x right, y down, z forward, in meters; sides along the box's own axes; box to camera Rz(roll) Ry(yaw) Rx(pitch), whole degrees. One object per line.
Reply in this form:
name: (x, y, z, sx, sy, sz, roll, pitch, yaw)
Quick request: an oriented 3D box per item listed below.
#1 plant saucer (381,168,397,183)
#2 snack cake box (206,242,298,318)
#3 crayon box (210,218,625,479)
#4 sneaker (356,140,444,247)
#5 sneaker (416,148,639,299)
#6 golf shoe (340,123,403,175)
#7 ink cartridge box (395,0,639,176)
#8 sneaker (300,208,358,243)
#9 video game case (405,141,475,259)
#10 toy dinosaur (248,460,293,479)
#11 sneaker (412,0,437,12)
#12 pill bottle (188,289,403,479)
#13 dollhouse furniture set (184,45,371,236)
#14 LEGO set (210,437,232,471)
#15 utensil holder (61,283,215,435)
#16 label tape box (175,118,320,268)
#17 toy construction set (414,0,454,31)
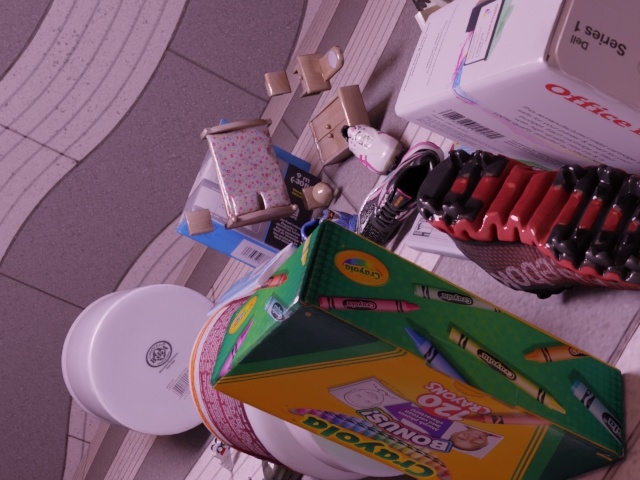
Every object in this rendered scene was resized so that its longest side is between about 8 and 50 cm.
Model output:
plant saucer: (0.107, -0.055, 1.282, 0.119, 0.021, 0.119, -55, 17, 27)
snack cake box: (-0.064, 0.113, 1.287, 0.089, 0.152, 0.264, -48, 8, -27)
crayon box: (0.075, 0.109, 0.649, 0.165, 0.279, 0.081, -46, 23, 49)
sneaker: (0.107, -0.061, 1.167, 0.178, 0.072, 0.077, -60, 1, 18)
sneaker: (0.215, -0.003, 0.726, 0.276, 0.135, 0.097, 19, 69, 51)
golf shoe: (0.083, -0.160, 1.409, 0.067, 0.086, 0.186, -61, 17, 5)
ink cartridge box: (0.218, -0.139, 0.712, 0.117, 0.201, 0.278, -70, 16, -5)
sneaker: (0.000, 0.000, 1.416, 0.221, 0.087, 0.083, -42, 26, 52)
video game case: (0.196, -0.076, 1.023, 0.206, 0.026, 0.227, -65, 15, -4)
toy dinosaur: (-0.068, 0.327, 1.176, 0.118, 0.064, 0.268, -8, 61, 64)
sneaker: (0.271, -0.439, 1.245, 0.182, 0.158, 0.410, -36, 5, -20)
pill bottle: (-0.005, 0.153, 0.943, 0.224, 0.224, 0.392, -68, 16, -16)
dollhouse furniture set: (-0.103, -0.200, 1.547, 0.174, 0.356, 0.303, -29, 77, 66)
LEGO set: (-0.123, 0.287, 1.469, 0.244, 0.060, 0.182, -44, 21, 24)
utensil holder: (-0.382, 0.256, 1.804, 0.385, 0.328, 0.327, -20, 46, 67)
label tape box: (-0.135, -0.118, 1.749, 0.106, 0.241, 0.333, -44, 25, 51)
toy construction set: (0.261, -0.264, 0.832, 0.215, 0.151, 0.328, -48, 25, -25)
